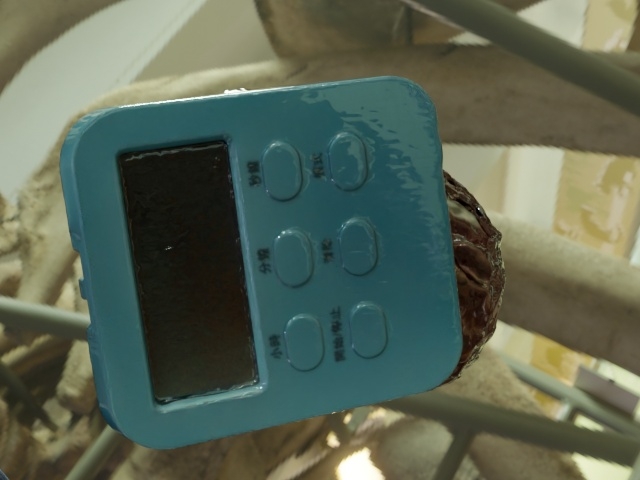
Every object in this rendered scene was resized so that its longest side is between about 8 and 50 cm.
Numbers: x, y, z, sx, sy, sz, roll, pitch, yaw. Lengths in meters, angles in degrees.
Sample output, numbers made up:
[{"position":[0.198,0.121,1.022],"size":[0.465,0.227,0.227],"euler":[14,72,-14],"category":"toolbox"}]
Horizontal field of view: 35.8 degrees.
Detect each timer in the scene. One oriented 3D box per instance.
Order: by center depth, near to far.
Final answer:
[{"position":[-0.037,0.012,0.676],"size":[0.249,0.091,0.232],"euler":[-13,-79,-26],"category":"timer"}]

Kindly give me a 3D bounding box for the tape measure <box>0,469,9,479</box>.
[{"position":[-0.405,0.335,1.167],"size":[0.351,0.097,0.215],"euler":[-1,-74,-49],"category":"tape measure"}]

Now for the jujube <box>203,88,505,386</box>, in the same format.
[{"position":[0.000,0.000,0.960],"size":[0.258,0.376,0.259],"euler":[22,-90,-89],"category":"jujube"}]
